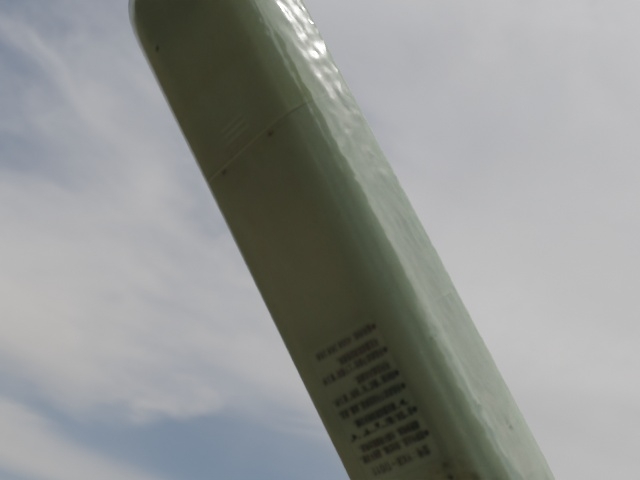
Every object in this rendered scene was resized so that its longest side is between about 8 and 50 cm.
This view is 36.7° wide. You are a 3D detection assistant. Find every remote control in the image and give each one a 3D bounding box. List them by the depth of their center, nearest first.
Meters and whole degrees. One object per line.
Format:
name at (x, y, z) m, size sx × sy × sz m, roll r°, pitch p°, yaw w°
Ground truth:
remote control at (0.000, 0.000, 0.413) m, size 0.038 × 0.309 × 0.090 m, roll -17°, pitch -15°, yaw -47°
